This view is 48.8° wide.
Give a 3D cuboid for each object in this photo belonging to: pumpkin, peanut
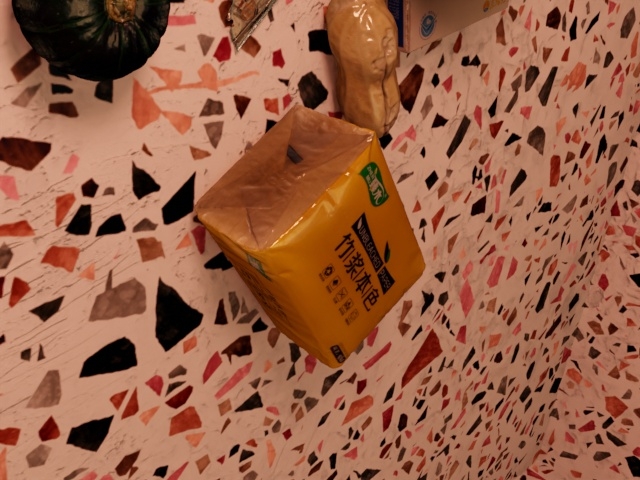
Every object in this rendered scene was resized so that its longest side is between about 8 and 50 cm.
[{"bbox_3d":[-0.274,-0.295,0.862,0.202,0.140,0.202,-30,134,-37],"label":"pumpkin"},{"bbox_3d":[0.084,-0.314,1.268,0.130,0.130,0.290,-39,138,-27],"label":"peanut"}]

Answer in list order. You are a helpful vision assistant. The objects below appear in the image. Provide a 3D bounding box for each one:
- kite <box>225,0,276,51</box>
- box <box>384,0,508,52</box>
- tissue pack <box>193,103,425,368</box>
[{"bbox_3d":[-0.101,-0.488,1.047,0.368,0.014,0.406,-21,127,-39],"label":"kite"},{"bbox_3d":[0.258,-0.516,1.393,0.343,0.065,0.200,-32,133,-33],"label":"box"},{"bbox_3d":[0.000,0.000,1.273,0.293,0.228,0.382,-46,138,-17],"label":"tissue pack"}]
